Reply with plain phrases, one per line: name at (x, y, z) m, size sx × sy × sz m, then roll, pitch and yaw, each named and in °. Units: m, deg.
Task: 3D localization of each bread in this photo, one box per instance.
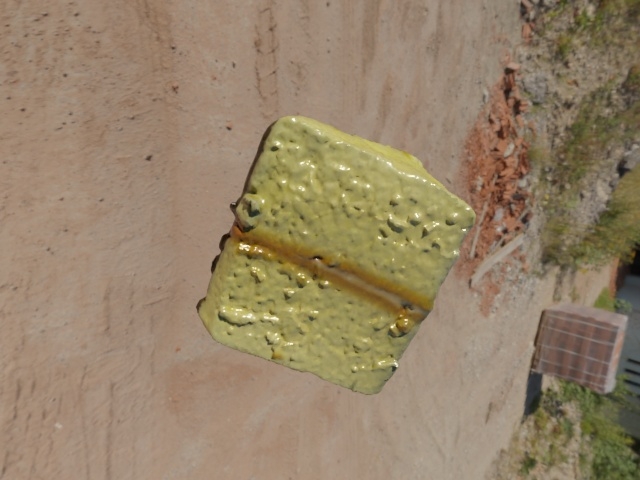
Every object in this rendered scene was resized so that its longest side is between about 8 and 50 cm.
bread at (0.000, 0.000, 0.533) m, size 0.236 × 0.198 × 0.263 m, roll 19°, pitch 107°, yaw -17°
